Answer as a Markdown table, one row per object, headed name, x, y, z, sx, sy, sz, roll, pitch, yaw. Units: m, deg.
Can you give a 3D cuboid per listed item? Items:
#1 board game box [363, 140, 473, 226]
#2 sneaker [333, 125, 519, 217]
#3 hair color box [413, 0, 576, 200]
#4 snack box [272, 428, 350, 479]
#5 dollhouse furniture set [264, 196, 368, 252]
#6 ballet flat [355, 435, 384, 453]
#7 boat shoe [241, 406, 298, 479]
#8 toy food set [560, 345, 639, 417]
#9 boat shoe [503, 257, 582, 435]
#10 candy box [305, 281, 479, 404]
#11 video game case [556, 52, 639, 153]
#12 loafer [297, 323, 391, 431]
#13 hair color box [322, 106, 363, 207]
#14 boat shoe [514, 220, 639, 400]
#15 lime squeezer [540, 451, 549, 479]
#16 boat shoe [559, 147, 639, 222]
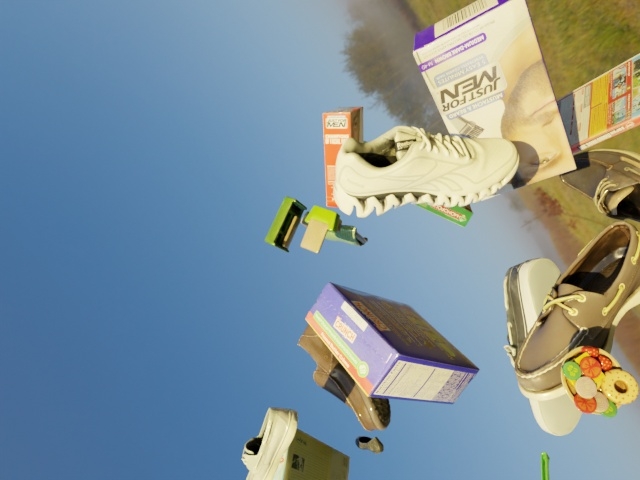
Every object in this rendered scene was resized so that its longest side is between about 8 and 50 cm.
| name | x | y | z | sx | sy | sz | roll | pitch | yaw |
| --- | --- | --- | --- | --- | --- | --- | --- | --- | --- |
| board game box | 0.237 | -0.157 | 1.168 | 0.317 | 0.046 | 0.214 | 25 | -154 | 1 |
| sneaker | 0.161 | -0.116 | 0.669 | 0.118 | 0.291 | 0.110 | 82 | 177 | -48 |
| hair color box | 0.324 | -0.255 | 0.819 | 0.339 | 0.185 | 0.110 | 52 | -147 | -30 |
| snack box | -0.025 | 0.685 | 1.291 | 0.322 | 0.060 | 0.187 | 46 | -142 | -37 |
| dollhouse furniture set | 0.000 | 0.000 | 1.397 | 0.197 | 0.152 | 0.301 | 20 | 174 | 26 |
| ballet flat | 0.156 | 0.642 | 1.421 | 0.057 | 0.173 | 0.049 | -12 | -102 | -22 |
| boat shoe | -0.126 | 0.451 | 0.959 | 0.081 | 0.228 | 0.079 | 23 | -166 | -12 |
| toy food set | 0.336 | 0.172 | 0.543 | 0.083 | 0.082 | 0.020 | 58 | 169 | 16 |
| boat shoe | 0.396 | 0.191 | 0.825 | 0.113 | 0.105 | 0.307 | -3 | -103 | -17 |
| candy box | 0.165 | 0.239 | 1.030 | 0.317 | 0.122 | 0.268 | 22 | -166 | -39 |
| video game case | 0.629 | -0.299 | 0.980 | 0.025 | 0.285 | 0.204 | 33 | -120 | -18 |
| loafer | 0.058 | 0.369 | 1.217 | 0.133 | 0.130 | 0.366 | 33 | -164 | -50 |
| hair color box | 0.045 | -0.153 | 0.812 | 0.093 | 0.053 | 0.168 | -49 | -41 | -60 |
| boat shoe | 0.397 | 0.100 | 0.678 | 0.097 | 0.324 | 0.116 | 54 | 164 | -14 |
| lime squeezer | 0.445 | 0.572 | 0.915 | 0.310 | 0.058 | 0.110 | -17 | -93 | -43 |
| boat shoe | 0.711 | -0.121 | 1.030 | 0.355 | 0.130 | 0.133 | 36 | 143 | 52 |
